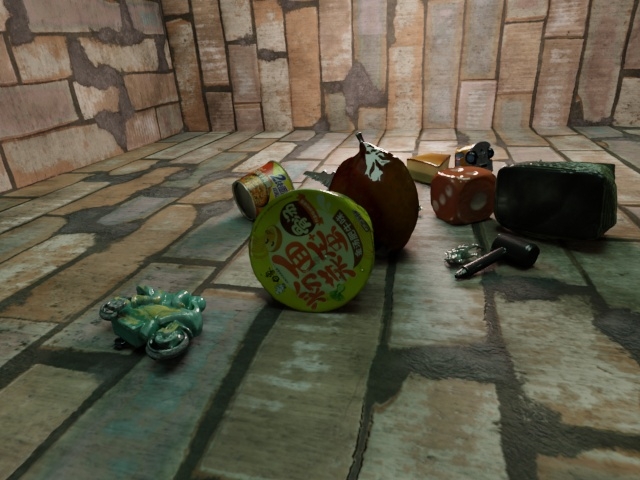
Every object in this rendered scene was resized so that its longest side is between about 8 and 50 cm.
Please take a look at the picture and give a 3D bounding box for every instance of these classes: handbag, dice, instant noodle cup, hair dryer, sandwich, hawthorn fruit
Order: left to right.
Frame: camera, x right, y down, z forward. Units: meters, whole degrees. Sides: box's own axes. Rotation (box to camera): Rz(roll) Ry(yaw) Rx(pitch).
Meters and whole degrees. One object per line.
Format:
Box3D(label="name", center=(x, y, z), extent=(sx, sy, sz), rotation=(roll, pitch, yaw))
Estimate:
Box3D(label="instant noodle cup", center=(-0.222, -0.180, 1.620), extent=(0.174, 0.213, 0.213), rotation=(-29, 33, -29))
Box3D(label="instant noodle cup", center=(0.000, 0.000, 1.084), extent=(0.312, 0.310, 0.221), rotation=(2, 16, 12))
Box3D(label="hawthorn fruit", center=(0.162, -0.116, 1.282), extent=(0.309, 0.324, 0.308), rotation=(17, 34, -12))
Box3D(label="sandwich", center=(0.529, -0.331, 1.943), extent=(0.186, 0.108, 0.220), rotation=(-15, 24, -22))
Box3D(label="dice", center=(0.504, -0.167, 1.504), extent=(0.175, 0.173, 0.179), rotation=(-12, 26, -14))
Box3D(label="hair dryer", center=(0.469, 0.055, 1.149), extent=(0.248, 0.070, 0.114), rotation=(-21, 29, -25))
Box3D(label="handbag", center=(0.737, -0.138, 1.315), extent=(0.240, 0.246, 0.341), rotation=(-23, 25, -40))

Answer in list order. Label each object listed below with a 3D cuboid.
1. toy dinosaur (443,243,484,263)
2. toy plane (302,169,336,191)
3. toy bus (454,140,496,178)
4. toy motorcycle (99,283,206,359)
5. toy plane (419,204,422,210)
Box3D(label="toy dinosaur", center=(0.408, 0.035, 1.215), extent=(0.209, 0.039, 0.082), rotation=(-12, 4, -39))
Box3D(label="toy plane", center=(0.055, -0.169, 1.470), extent=(0.255, 0.251, 0.101), rotation=(-40, 10, 35))
Box3D(label="toy bus", center=(0.629, -0.301, 1.757), extent=(0.126, 0.209, 0.136), rotation=(-19, 18, -28))
Box3D(label="toy motorcycle", center=(-0.367, 0.165, 0.965), extent=(0.297, 0.109, 0.198), rotation=(15, 28, 32))
Box3D(label="toy plane", center=(0.339, -0.113, 1.578), extent=(0.083, 0.033, 0.080), rotation=(-3, 24, 18))
